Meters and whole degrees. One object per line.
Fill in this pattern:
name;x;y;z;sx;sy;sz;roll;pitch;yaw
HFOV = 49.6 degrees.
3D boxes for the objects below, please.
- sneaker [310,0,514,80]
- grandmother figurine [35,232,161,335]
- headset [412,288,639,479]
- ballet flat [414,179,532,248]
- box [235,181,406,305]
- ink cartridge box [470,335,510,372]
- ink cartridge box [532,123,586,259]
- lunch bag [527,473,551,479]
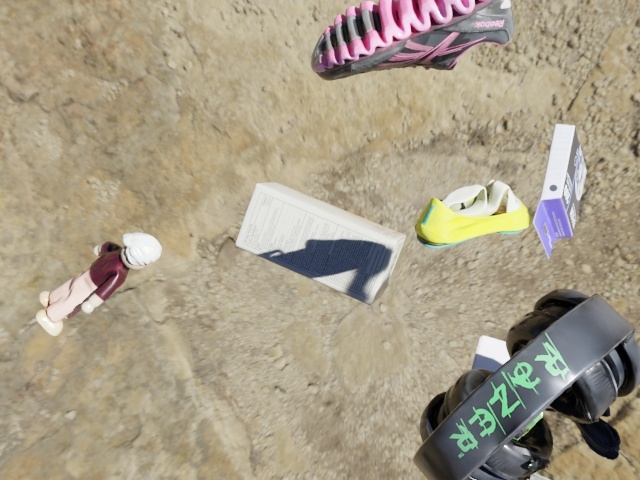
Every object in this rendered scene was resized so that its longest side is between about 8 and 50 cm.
sneaker;0.052;-0.110;0.387;0.119;0.057;0.047;-16;50;26
grandmother figurine;-0.516;0.084;1.635;0.343;0.104;0.207;-30;51;18
headset;0.241;0.182;0.730;0.243;0.394;0.185;-46;68;10
ballet flat;0.227;-0.044;0.970;0.077;0.231;0.077;37;127;42
box;0.000;0.000;1.421;0.311;0.121;0.147;24;103;13
ink cartridge box;0.419;0.304;1.537;0.172;0.237;0.100;16;73;15
ink cartridge box;0.473;-0.088;1.359;0.045;0.206;0.208;10;74;30
lunch bag;0.502;0.650;1.509;0.287;0.235;0.168;23;55;8
